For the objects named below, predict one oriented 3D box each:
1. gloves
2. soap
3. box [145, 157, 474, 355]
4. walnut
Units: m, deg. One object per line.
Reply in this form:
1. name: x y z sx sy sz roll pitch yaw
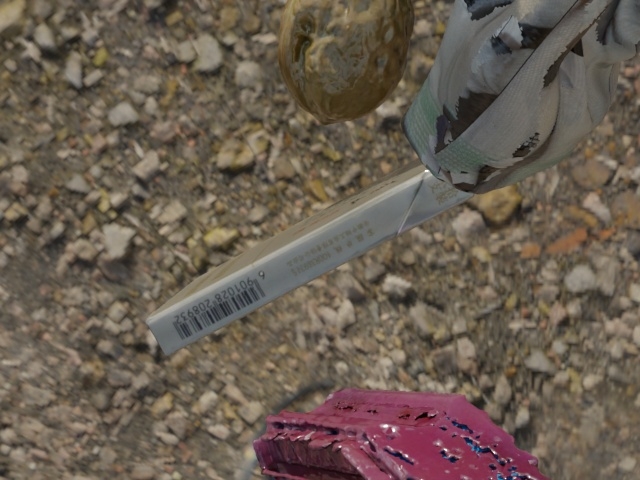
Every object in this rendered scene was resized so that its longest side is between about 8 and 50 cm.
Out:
1. gloves: 0.119 -0.108 0.494 0.128 0.212 0.111 12 40 -29
2. soap: 0.061 0.192 0.783 0.099 0.250 0.162 -15 94 -28
3. box: 0.001 0.000 1.260 0.365 0.204 0.051 -28 95 14
4. walnut: 0.025 -0.215 1.277 0.155 0.155 0.184 13 103 15
